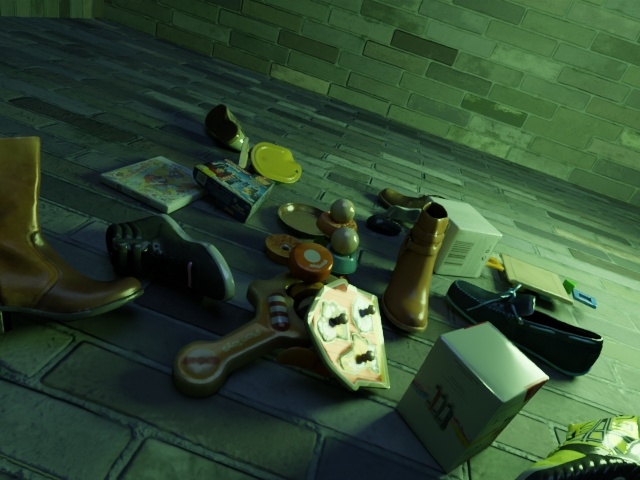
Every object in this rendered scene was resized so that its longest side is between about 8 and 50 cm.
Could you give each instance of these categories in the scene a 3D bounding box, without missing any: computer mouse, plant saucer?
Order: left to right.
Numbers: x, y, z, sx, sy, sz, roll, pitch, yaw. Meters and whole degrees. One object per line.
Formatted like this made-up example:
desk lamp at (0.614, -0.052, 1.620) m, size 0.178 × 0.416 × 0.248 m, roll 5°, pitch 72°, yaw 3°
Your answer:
plant saucer at (-0.038, -0.050, 1.184) m, size 0.168 × 0.029 × 0.168 m, roll 15°, pitch 28°, yaw -8°
computer mouse at (0.255, -0.041, 1.328) m, size 0.242 × 0.041 × 0.071 m, roll 9°, pitch 29°, yaw -18°

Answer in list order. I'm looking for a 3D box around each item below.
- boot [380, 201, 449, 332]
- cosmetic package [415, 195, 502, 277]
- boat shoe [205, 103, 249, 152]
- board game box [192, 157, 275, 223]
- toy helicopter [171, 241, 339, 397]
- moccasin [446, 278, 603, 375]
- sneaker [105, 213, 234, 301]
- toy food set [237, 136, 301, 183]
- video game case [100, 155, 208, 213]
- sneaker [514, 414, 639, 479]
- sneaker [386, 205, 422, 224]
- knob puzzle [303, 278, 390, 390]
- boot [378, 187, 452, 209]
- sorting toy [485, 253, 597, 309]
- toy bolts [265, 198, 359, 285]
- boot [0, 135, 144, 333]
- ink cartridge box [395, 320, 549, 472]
boot at (0.227, 0.051, 0.961) m, size 0.109 × 0.220 × 0.283 m, roll 22°, pitch 29°, yaw 6°
cosmetic package at (0.376, -0.011, 1.230) m, size 0.151 × 0.151 × 0.184 m, roll 7°, pitch 32°, yaw -21°
boat shoe at (-0.340, -0.401, 1.565) m, size 0.089 × 0.104 × 0.285 m, roll 44°, pitch 10°, yaw -46°
board game box at (-0.221, -0.147, 1.191) m, size 0.194 × 0.060 × 0.194 m, roll 35°, pitch 28°, yaw 10°
toy helicopter at (-0.071, 0.164, 0.730) m, size 0.355 × 0.140 × 0.235 m, roll -23°, pitch 57°, yaw -37°
moccasin at (0.470, 0.170, 1.007) m, size 0.342 × 0.117 × 0.137 m, roll 27°, pitch 30°, yaw 15°
sneaker at (-0.292, 0.045, 0.801) m, size 0.295 × 0.105 × 0.146 m, roll 31°, pitch 32°, yaw 33°
toy food set at (-0.170, -0.239, 1.373) m, size 0.217 × 0.071 × 0.128 m, roll 13°, pitch 65°, yaw -31°
video game case at (-0.416, -0.155, 1.145) m, size 0.206 × 0.026 × 0.227 m, roll 24°, pitch 29°, yaw 11°
sneaker at (0.429, 0.364, 0.668) m, size 0.384 × 0.145 × 0.147 m, roll 2°, pitch 2°, yaw -24°
sneaker at (0.292, -0.080, 1.385) m, size 0.152 × 0.054 × 0.061 m, roll 18°, pitch 6°, yaw 18°
knob puzzle at (0.051, 0.150, 0.721) m, size 0.213 × 0.030 × 0.213 m, roll 29°, pitch 48°, yaw -37°
boot at (0.337, -0.119, 1.439) m, size 0.305 × 0.115 × 0.112 m, roll 31°, pitch 33°, yaw 24°
sorting toy at (0.615, 0.118, 1.261) m, size 0.347 × 0.047 × 0.196 m, roll 21°, pitch 24°, yaw 4°
toy bolts at (0.000, 0.000, 0.981) m, size 0.218 × 0.159 × 0.228 m, roll 7°, pitch 31°, yaw -21°
boot at (-0.422, -0.014, 0.654) m, size 0.264 × 0.281 × 0.096 m, roll -7°, pitch -3°, yaw -26°
ink cartridge box at (0.230, 0.242, 0.680) m, size 0.128 × 0.176 × 0.127 m, roll -6°, pitch 39°, yaw -36°
